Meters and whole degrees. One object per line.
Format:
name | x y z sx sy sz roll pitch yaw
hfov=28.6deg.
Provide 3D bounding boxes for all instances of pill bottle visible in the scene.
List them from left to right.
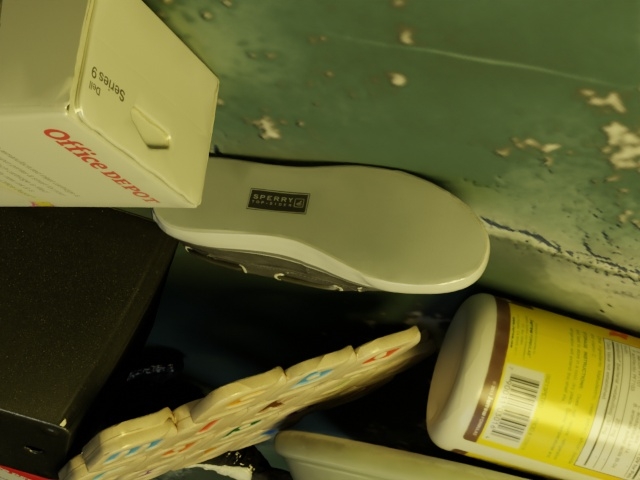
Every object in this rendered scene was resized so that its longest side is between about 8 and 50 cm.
pill bottle | 0.193 0.120 0.902 0.215 0.117 0.117 17 150 -4

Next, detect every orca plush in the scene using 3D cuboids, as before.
orca plush | -0.142 0.156 1.125 0.287 0.151 0.102 27 116 -16

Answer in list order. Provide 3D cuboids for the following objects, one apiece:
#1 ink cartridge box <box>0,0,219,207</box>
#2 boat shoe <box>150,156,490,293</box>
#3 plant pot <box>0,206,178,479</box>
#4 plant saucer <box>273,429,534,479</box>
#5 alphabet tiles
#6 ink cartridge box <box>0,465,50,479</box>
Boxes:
ink cartridge box | -0.186 -0.081 0.722 0.213 0.093 0.154 3 164 22
boat shoe | 0.000 0.000 0.827 0.229 0.080 0.076 7 155 15
plant pot | -0.231 0.073 0.957 0.188 0.167 0.187 19 149 -5
plant saucer | 0.146 0.251 1.042 0.401 0.100 0.400 14 170 3
alphabet tiles | -0.054 0.130 0.959 0.284 0.021 0.278 -14 164 -30
ink cartridge box | -0.324 0.224 1.333 0.134 0.078 0.231 28 147 -23
